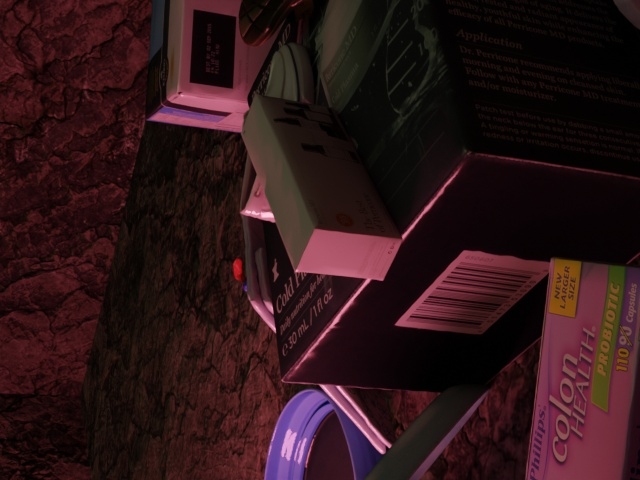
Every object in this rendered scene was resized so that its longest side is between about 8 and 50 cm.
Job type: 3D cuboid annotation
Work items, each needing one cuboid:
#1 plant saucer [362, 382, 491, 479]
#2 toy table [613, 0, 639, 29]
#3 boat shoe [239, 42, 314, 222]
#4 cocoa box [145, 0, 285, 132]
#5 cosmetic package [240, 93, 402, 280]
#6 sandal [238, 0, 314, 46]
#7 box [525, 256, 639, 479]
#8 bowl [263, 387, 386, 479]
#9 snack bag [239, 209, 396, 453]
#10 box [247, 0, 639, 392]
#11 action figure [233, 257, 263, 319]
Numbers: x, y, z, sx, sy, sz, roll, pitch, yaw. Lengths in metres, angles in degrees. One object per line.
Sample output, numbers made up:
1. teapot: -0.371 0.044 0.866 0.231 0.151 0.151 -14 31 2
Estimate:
1. plant saucer: 0.094 0.291 1.220 0.044 0.317 0.317 39 131 15
2. toy table: 0.346 -0.326 0.859 0.161 0.252 0.274 -174 79 -82
3. boat shoe: -0.057 -0.134 1.185 0.083 0.076 0.226 153 121 -64
4. cocoa box: -0.155 -0.374 1.671 0.228 0.231 0.347 167 106 -66
5. cosmetic package: -0.005 -0.061 1.020 0.239 0.099 0.060 -114 37 -46
6. sandal: -0.028 -0.312 1.208 0.219 0.060 0.090 -43 48 37
7. box: 0.307 0.132 0.805 0.117 0.243 0.213 -172 89 -67
8. bowl: 0.008 0.440 1.627 0.391 0.077 0.391 -174 90 -66
9. snack bag: -0.007 0.122 1.481 0.037 0.323 0.342 -36 22 9
10. box: 0.136 -0.128 1.207 0.480 0.297 0.471 125 145 -48
11. action figure: -0.098 0.070 1.937 0.280 0.092 0.139 -131 43 -60
